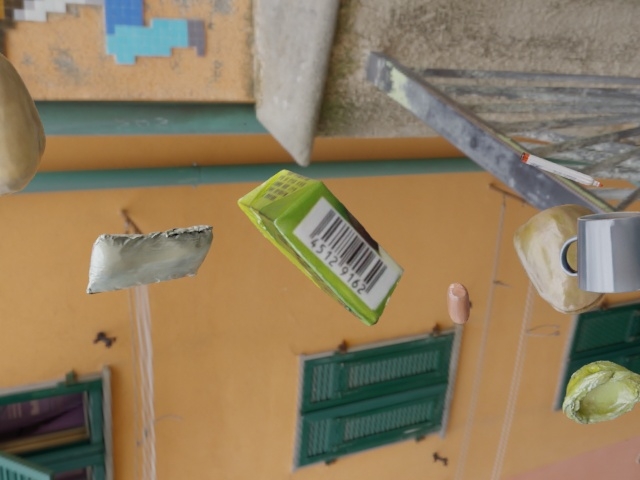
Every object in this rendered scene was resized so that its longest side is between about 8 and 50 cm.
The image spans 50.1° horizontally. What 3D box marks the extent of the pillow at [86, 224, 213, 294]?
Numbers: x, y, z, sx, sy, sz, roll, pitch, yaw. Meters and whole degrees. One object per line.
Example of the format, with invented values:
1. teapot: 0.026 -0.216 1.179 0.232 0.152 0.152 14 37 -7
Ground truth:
1. pillow: -0.291 0.030 1.187 0.051 0.229 0.128 47 126 31

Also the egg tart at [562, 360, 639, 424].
1. egg tart: 0.646 0.348 1.575 0.078 0.197 0.197 -100 20 -52

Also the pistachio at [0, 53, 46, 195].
1. pistachio: -0.630 -0.225 1.286 0.187 0.187 0.299 38 145 56

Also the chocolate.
1. chocolate: 0.000 0.000 1.394 0.301 0.137 0.289 47 173 -22

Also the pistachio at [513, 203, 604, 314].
1. pistachio: 0.577 0.040 1.583 0.213 0.163 0.260 -25 63 16

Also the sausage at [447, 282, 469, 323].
1. sausage: 0.215 0.098 1.064 0.083 0.034 0.034 72 171 -49

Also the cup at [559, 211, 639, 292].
1. cup: 0.305 0.011 0.739 0.100 0.078 0.077 -1 98 48

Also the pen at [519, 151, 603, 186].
1. pen: 0.599 -0.173 1.696 0.026 0.218 0.026 -161 90 -88
